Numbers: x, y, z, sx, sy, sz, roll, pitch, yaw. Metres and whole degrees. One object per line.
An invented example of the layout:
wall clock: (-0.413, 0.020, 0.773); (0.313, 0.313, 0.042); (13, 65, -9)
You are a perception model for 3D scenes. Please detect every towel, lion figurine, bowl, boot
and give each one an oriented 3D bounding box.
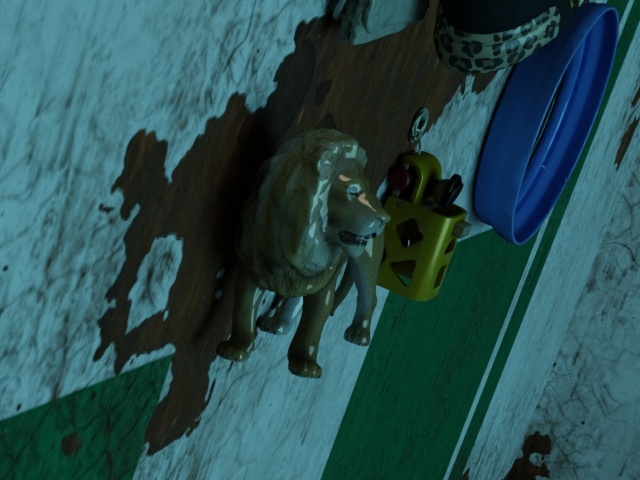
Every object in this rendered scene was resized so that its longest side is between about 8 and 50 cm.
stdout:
towel: (0.089, -0.331, 1.440); (0.187, 0.049, 0.282); (-32, 143, -63)
lion figurine: (0.000, 0.000, 1.511); (0.392, 0.142, 0.240); (-42, 146, -81)
bowl: (0.346, -0.185, 2.303); (0.391, 0.077, 0.391); (-55, 159, -33)
boot: (0.238, -0.360, 1.507); (0.377, 0.138, 0.284); (-47, 155, -30)

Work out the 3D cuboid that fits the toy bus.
toy bus: (0.131, -0.025, 1.849); (0.191, 0.104, 0.202); (-57, 161, -26)
